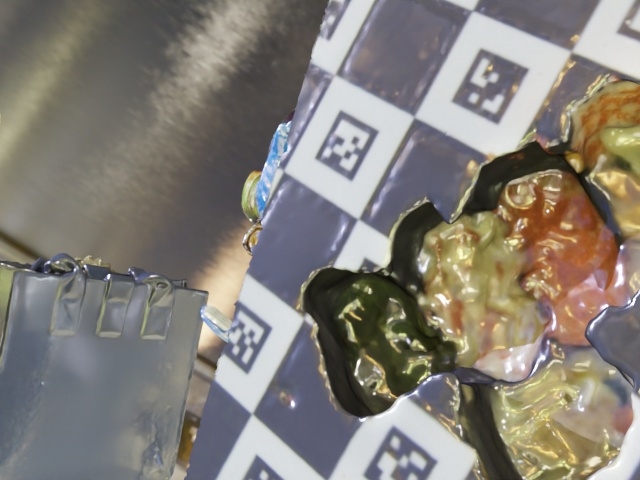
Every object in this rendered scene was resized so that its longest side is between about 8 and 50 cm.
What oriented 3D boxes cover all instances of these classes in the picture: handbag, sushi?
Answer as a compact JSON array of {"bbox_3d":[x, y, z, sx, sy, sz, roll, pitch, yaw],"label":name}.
[{"bbox_3d":[-0.316,0.179,1.266,0.303,0.329,0.122,9,-174,-46],"label":"handbag"},{"bbox_3d":[0.103,0.027,0.485,0.320,0.339,0.069,14,178,37],"label":"sushi"}]

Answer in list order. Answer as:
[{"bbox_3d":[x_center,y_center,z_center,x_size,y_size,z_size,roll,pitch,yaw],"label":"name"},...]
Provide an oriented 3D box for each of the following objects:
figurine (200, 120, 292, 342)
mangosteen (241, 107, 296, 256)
[{"bbox_3d":[0.001,0.006,0.916,0.121,0.262,0.164,33,-161,26],"label":"figurine"},{"bbox_3d":[0.039,-0.084,1.466,0.311,0.311,0.311,28,168,6],"label":"mangosteen"}]
